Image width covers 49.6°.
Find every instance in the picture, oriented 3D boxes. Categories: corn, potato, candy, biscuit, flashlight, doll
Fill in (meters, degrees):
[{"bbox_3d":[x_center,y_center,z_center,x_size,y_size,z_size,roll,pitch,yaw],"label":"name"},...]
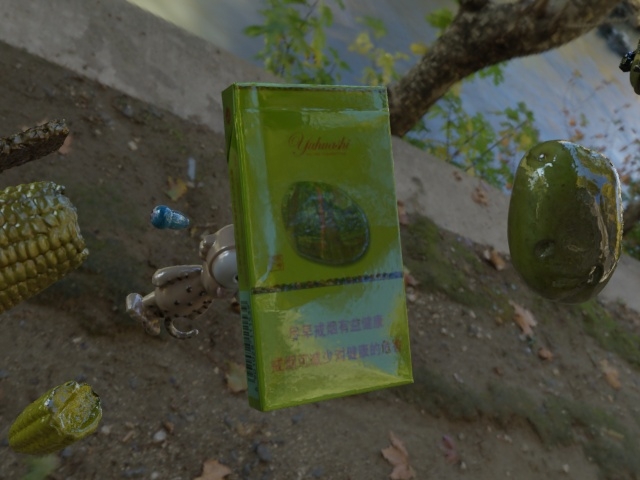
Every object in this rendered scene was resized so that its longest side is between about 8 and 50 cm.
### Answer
[{"bbox_3d":[-0.395,0.051,0.665,0.344,0.131,0.131,-31,82,-22],"label":"corn"},{"bbox_3d":[0.357,-0.023,1.000,0.197,0.148,0.229,11,92,-51],"label":"potato"},{"bbox_3d":[-0.454,0.309,1.149,0.106,0.198,0.094,-22,82,-57],"label":"candy"},{"bbox_3d":[-0.421,-0.087,0.829,0.236,0.131,0.026,-27,96,-26],"label":"biscuit"},{"bbox_3d":[-0.316,-0.043,1.474,0.051,0.051,0.129,61,12,14],"label":"flashlight"},{"bbox_3d":[-0.193,0.075,1.180,0.154,0.278,0.119,45,18,-40],"label":"doll"}]

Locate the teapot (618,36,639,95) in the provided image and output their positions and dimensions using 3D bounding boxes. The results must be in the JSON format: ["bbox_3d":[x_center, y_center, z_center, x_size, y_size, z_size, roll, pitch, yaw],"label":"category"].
[{"bbox_3d":[0.626,-0.303,1.240,0.182,0.173,0.269,31,31,34],"label":"teapot"}]

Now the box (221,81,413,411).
[{"bbox_3d":[0.000,0.000,0.747,0.186,0.047,0.335,-5,89,-26],"label":"box"}]
